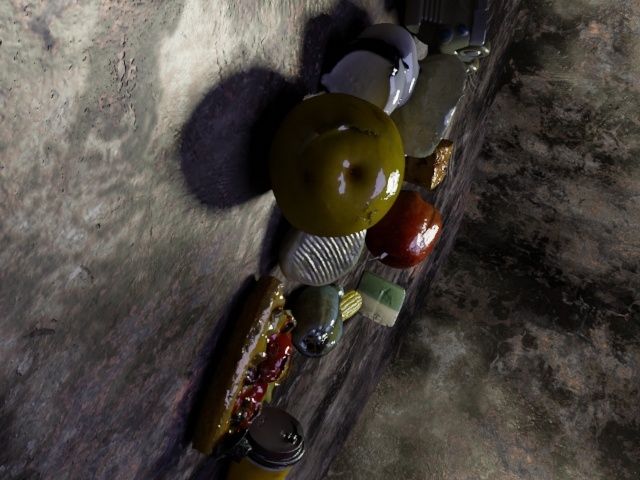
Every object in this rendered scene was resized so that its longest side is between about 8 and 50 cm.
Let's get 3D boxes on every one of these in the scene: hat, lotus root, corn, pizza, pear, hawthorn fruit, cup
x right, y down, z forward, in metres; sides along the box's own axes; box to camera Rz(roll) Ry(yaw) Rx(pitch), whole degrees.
[{"bbox_3d":[-0.188,0.476,1.594,0.121,0.050,0.121,-42,168,-11],"label":"hat"},{"bbox_3d":[-0.010,0.200,1.922,0.322,0.139,0.158,-71,153,-67],"label":"lotus root"},{"bbox_3d":[0.072,0.216,2.274,0.248,0.081,0.081,-17,128,-68],"label":"corn"},{"bbox_3d":[-0.133,0.301,1.697,0.440,0.130,0.406,-67,161,2],"label":"pizza"},{"bbox_3d":[0.016,-0.146,1.383,0.336,0.285,0.285,-9,-132,61],"label":"pear"},{"bbox_3d":[0.265,-0.036,2.265,0.258,0.258,0.262,77,12,-63],"label":"hawthorn fruit"},{"bbox_3d":[-0.165,0.603,1.926,0.196,0.196,0.280,-38,156,-57],"label":"cup"}]

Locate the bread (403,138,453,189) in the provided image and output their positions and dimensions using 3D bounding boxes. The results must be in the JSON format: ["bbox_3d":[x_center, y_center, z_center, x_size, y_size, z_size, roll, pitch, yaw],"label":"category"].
[{"bbox_3d":[0.340,-0.270,2.320,0.143,0.158,0.149,-32,144,-54],"label":"bread"}]

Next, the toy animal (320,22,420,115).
[{"bbox_3d":[0.125,-0.369,1.515,0.235,0.165,0.187,-45,151,-49],"label":"toy animal"}]

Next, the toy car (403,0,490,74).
[{"bbox_3d":[0.320,-0.573,1.820,0.336,0.226,0.242,50,45,-88],"label":"toy car"}]

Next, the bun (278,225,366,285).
[{"bbox_3d":[0.000,0.000,1.655,0.237,0.116,0.210,-41,133,7],"label":"bun"}]

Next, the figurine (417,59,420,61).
[{"bbox_3d":[0.233,-0.340,1.894,0.186,0.176,0.287,-78,-168,-53],"label":"figurine"}]

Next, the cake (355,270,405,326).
[{"bbox_3d":[0.235,0.225,2.633,0.158,0.172,0.283,-64,165,0],"label":"cake"}]

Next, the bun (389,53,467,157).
[{"bbox_3d":[0.237,-0.329,1.680,0.259,0.152,0.259,-157,-90,-83],"label":"bun"}]
